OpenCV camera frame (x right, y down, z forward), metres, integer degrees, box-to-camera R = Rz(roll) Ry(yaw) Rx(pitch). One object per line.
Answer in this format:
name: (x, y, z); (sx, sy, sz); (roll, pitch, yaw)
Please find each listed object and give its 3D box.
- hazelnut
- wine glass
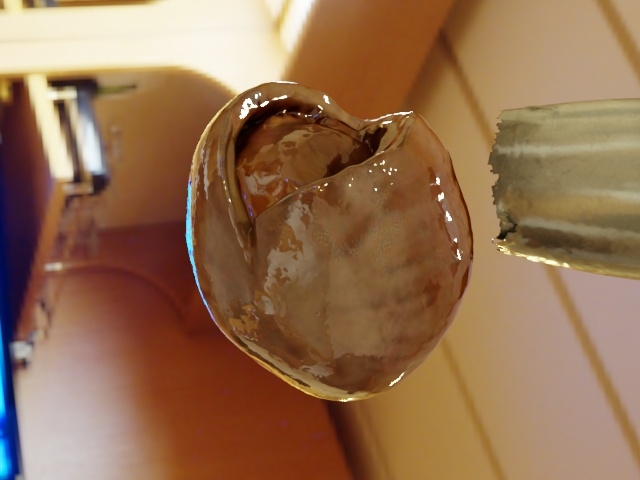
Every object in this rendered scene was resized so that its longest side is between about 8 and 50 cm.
hazelnut: (0.000, 0.000, 0.399); (0.086, 0.086, 0.086); (174, -90, -66)
wine glass: (0.204, -0.030, 0.913); (0.111, 0.205, 0.111); (3, 90, -80)
